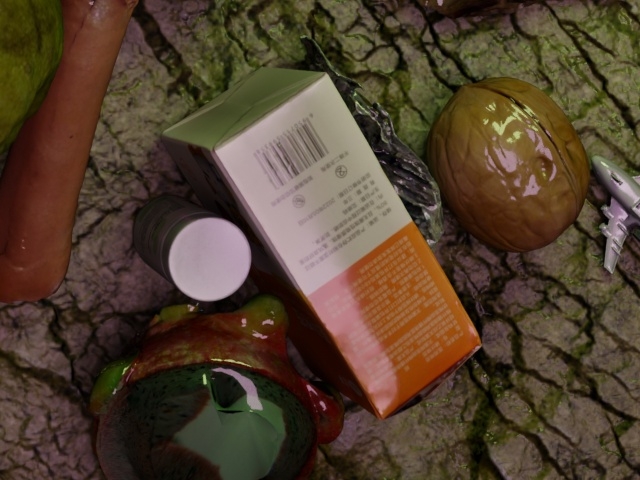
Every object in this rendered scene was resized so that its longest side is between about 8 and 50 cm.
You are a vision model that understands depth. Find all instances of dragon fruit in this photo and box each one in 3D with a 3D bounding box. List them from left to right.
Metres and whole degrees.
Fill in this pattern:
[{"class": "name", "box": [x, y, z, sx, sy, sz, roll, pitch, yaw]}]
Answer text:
[{"class": "dragon fruit", "box": [-0.115, 0.191, 1.577, 0.268, 0.130, 0.295, 18, 117, -13]}]

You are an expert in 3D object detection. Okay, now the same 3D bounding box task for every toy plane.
[{"class": "toy plane", "box": [0.379, -0.039, 1.777, 0.162, 0.065, 0.171, -46, 114, 5]}]

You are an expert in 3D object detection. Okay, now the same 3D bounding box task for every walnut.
[{"class": "walnut", "box": [0.207, -0.084, 1.661, 0.167, 0.167, 0.207, -36, 109, -10]}]

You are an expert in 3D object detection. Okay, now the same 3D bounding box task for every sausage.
[{"class": "sausage", "box": [-0.254, -0.128, 1.483, 0.094, 0.094, 0.419, 10, 115, -21]}]

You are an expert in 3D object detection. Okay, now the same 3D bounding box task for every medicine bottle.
[{"class": "medicine bottle", "box": [-0.135, 0.005, 1.549, 0.086, 0.183, 0.086, -3, 100, -19]}]

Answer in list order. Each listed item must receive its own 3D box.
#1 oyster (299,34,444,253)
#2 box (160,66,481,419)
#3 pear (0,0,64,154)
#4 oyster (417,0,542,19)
[{"class": "oyster", "box": [0.055, -0.105, 1.630, 0.087, 0.199, 0.252, -35, 140, -10]}, {"class": "box", "box": [0.000, 0.000, 1.571, 0.143, 0.225, 0.341, -34, 107, -12]}, {"class": "pear", "box": [-0.409, -0.224, 1.335, 0.413, 0.352, 0.352, 42, 84, 5]}, {"class": "oyster", "box": [0.238, -0.368, 1.664, 0.361, 0.096, 0.221, -12, 95, -19]}]
